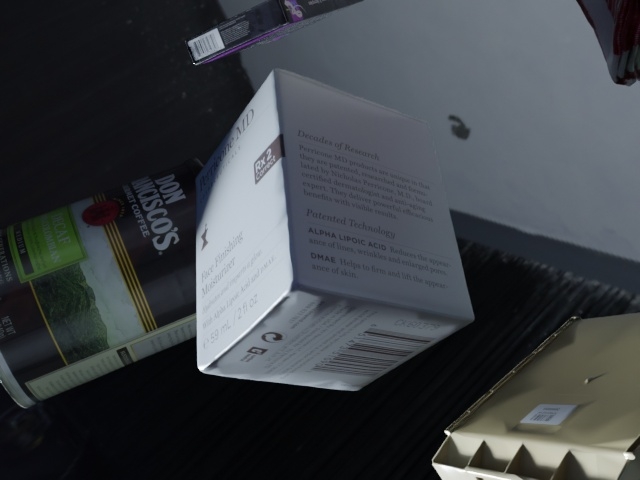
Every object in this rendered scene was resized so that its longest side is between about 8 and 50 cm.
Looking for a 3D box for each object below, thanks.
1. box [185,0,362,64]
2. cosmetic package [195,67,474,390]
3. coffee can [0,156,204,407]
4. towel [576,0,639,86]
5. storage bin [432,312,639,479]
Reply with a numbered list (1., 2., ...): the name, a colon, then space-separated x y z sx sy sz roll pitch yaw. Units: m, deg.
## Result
1. box: -0.041 -0.219 0.701 0.116 0.162 0.029 -13 105 33
2. cosmetic package: 0.000 0.000 0.553 0.151 0.151 0.184 -43 44 43
3. coffee can: -0.237 0.045 0.819 0.202 0.275 0.202 59 163 31
4. towel: 0.180 -0.289 0.448 0.329 0.037 0.237 70 -171 -55
5. storage bin: 0.279 0.177 0.659 0.123 0.260 0.262 57 156 -3
